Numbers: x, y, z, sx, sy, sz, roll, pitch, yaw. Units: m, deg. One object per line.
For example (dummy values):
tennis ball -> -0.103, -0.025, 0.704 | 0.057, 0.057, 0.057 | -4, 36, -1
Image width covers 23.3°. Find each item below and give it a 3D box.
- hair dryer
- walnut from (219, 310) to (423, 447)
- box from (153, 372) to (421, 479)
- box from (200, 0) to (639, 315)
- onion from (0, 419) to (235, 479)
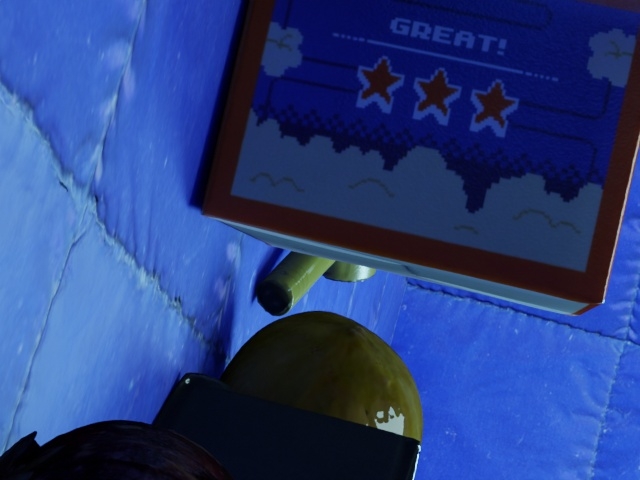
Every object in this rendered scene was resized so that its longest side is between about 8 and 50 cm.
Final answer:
hair dryer -> 0.000, 0.000, 1.641 | 0.278, 0.090, 0.134 | -47, 150, -63
walnut -> -0.021, 0.211, 1.419 | 0.203, 0.203, 0.297 | -35, 142, -78
box -> -0.069, 0.331, 1.232 | 0.251, 0.205, 0.345 | -61, 163, -62
box -> 0.104, -0.095, 1.308 | 0.349, 0.319, 0.256 | 30, 75, -81
onion -> -0.113, 0.212, 0.787 | 0.246, 0.190, 0.246 | 180, -90, -83
